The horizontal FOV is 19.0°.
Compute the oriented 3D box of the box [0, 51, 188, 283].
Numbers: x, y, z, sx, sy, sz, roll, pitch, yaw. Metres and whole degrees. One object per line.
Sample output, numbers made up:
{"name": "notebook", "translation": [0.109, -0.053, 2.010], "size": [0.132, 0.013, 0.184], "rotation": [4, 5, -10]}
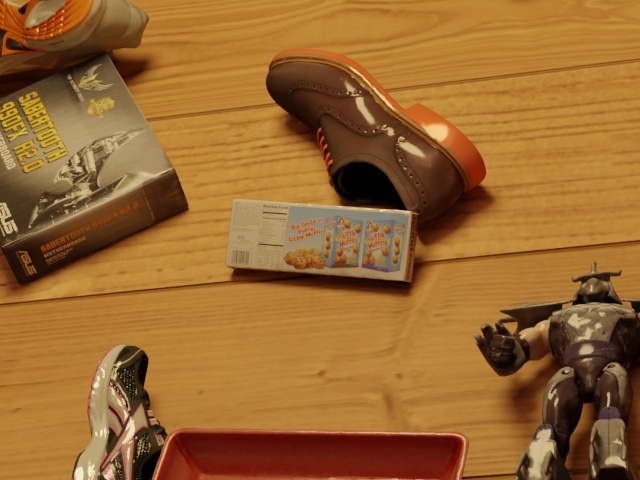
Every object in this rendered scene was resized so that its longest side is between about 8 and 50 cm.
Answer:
{"name": "box", "translation": [-0.255, -0.077, 1.900], "size": [0.183, 0.056, 0.231], "rotation": [-25, 42, -7]}

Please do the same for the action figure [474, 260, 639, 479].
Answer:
{"name": "action figure", "translation": [0.214, 0.112, 1.507], "size": [0.185, 0.099, 0.285], "rotation": [-11, 38, 21]}

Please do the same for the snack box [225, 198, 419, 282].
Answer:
{"name": "snack box", "translation": [0.000, 0.000, 1.730], "size": [0.178, 0.022, 0.064], "rotation": [4, 84, 24]}

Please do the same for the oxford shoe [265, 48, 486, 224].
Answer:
{"name": "oxford shoe", "translation": [0.027, -0.100, 1.799], "size": [0.098, 0.097, 0.271], "rotation": [-44, 47, -17]}

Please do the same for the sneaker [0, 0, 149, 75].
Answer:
{"name": "sneaker", "translation": [-0.293, -0.210, 2.040], "size": [0.262, 0.121, 0.099], "rotation": [-7, 69, 43]}

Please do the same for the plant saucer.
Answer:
{"name": "plant saucer", "translation": [-0.026, 0.259, 1.472], "size": [0.259, 0.048, 0.258], "rotation": [-1, 45, 18]}

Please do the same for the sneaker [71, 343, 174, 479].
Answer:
{"name": "sneaker", "translation": [-0.157, 0.170, 1.610], "size": [0.077, 0.072, 0.178], "rotation": [3, 53, 5]}
